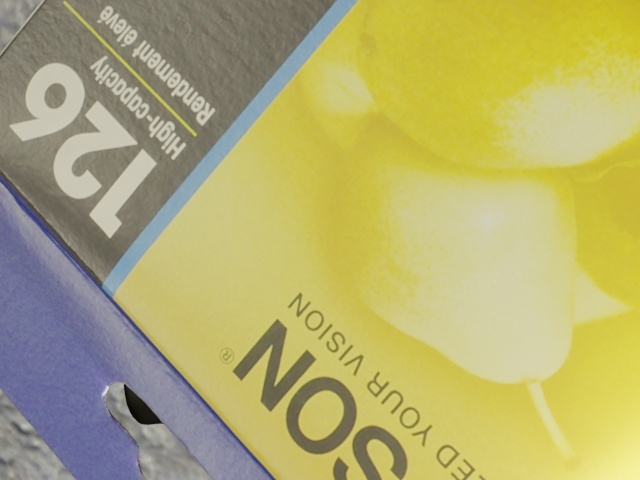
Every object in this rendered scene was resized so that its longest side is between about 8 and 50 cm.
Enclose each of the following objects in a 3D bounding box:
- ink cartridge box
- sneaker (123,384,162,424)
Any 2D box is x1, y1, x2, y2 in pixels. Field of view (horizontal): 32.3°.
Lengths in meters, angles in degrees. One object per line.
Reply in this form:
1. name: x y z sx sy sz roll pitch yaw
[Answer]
1. ink cartridge box: 0.000 0.000 0.414 0.303 0.072 0.307 44 98 19
2. sneaker: 0.054 0.079 0.490 0.302 0.121 0.108 8 114 23
